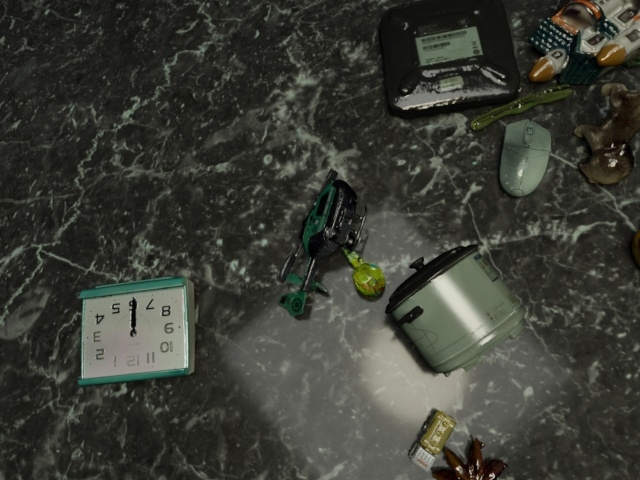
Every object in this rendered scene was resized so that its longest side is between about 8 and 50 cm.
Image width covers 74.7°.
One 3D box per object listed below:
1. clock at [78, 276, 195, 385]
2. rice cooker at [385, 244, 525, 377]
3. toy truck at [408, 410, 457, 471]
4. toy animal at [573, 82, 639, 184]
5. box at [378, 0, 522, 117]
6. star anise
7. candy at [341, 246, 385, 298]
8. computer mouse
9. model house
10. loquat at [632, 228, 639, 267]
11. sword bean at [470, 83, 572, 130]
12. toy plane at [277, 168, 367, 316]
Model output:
[{"bbox_3d":[-0.429,0.217,1.010,0.262,0.116,0.231,-8,76,6],"label":"clock"},{"bbox_3d":[0.268,0.133,0.874,0.280,0.241,0.227,-24,71,-39],"label":"rice cooker"},{"bbox_3d":[0.234,0.417,0.875,0.052,0.063,0.123,32,79,15],"label":"toy truck"},{"bbox_3d":[0.699,-0.252,0.982,0.121,0.233,0.169,11,33,0],"label":"toy animal"},{"bbox_3d":[0.347,-0.511,1.150,0.359,0.091,0.350,-7,71,7],"label":"box"},{"bbox_3d":[0.308,0.492,0.844,0.167,0.057,0.168,-2,70,7],"label":"star anise"},{"bbox_3d":[0.068,0.027,1.029,0.073,0.077,0.262,-40,63,10],"label":"candy"},{"bbox_3d":[0.509,-0.218,1.043,0.113,0.068,0.229,13,74,10],"label":"computer mouse"},{"bbox_3d":[0.662,-0.514,1.058,0.301,0.190,0.271,-37,73,-4],"label":"model house"},{"bbox_3d":[0.757,0.020,0.897,0.163,0.137,0.163,0,86,-2],"label":"loquat"},{"bbox_3d":[0.523,-0.350,1.102,0.269,0.038,0.043,-21,62,1],"label":"sword bean"},{"bbox_3d":[0.000,0.000,0.999,0.155,0.106,0.382,12,83,47],"label":"toy plane"}]
